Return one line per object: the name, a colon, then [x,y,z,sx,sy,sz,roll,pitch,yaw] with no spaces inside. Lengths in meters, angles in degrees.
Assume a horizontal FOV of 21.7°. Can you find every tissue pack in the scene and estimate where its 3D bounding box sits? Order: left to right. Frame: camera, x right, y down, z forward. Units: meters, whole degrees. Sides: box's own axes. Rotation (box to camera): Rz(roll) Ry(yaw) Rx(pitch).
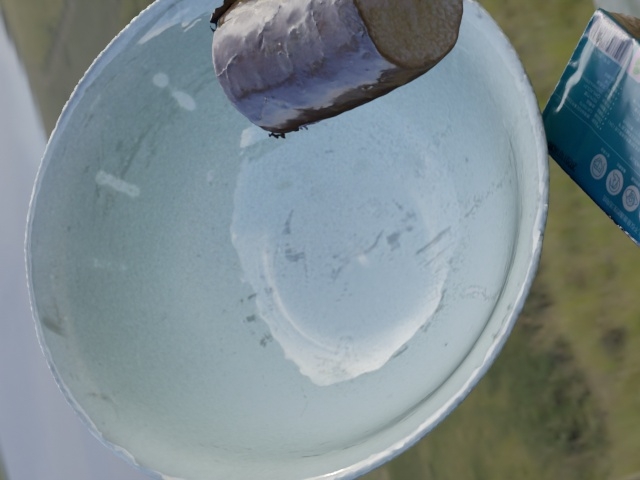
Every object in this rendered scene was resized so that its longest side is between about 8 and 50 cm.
tissue pack: [0.242,-0.074,1.193,0.169,0.082,0.120,54,127,48]

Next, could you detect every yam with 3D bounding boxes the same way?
yam: [0.007,-0.105,0.852,0.127,0.084,0.084,-15,89,52]

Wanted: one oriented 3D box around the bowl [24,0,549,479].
bowl: [0.000,0.000,1.329,0.196,0.434,0.435,32,-146,-62]
